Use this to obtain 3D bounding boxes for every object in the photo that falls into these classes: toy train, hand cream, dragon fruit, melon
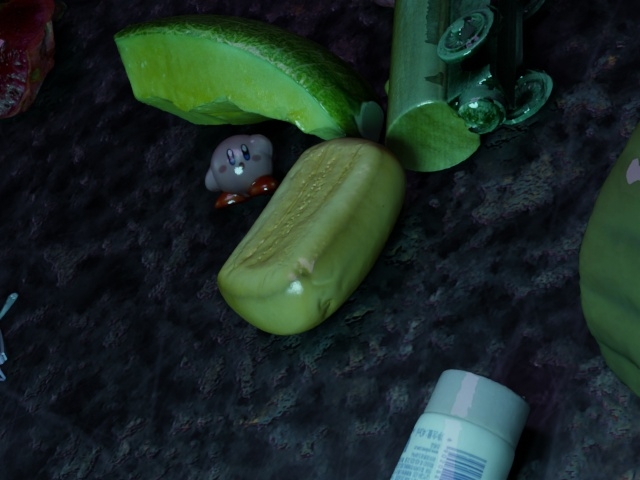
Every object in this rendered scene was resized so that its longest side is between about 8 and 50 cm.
[{"bbox_3d":[0.134,-0.210,2.032,0.189,0.126,0.307,-21,39,24],"label":"toy train"},{"bbox_3d":[0.093,0.232,1.631,0.133,0.083,0.248,8,67,47],"label":"hand cream"},{"bbox_3d":[-0.411,-0.257,2.581,0.262,0.134,0.211,16,48,31],"label":"dragon fruit"},{"bbox_3d":[-0.056,-0.176,2.173,0.323,0.196,0.124,11,93,38],"label":"melon"}]

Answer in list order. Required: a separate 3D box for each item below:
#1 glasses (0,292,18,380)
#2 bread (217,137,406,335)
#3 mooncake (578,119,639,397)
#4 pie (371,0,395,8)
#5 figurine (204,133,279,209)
[{"bbox_3d":[-0.376,0.108,2.212,0.140,0.062,0.104,-7,23,36],"label":"glasses"},{"bbox_3d":[0.000,0.000,1.939,0.147,0.098,0.217,10,54,48],"label":"bread"},{"bbox_3d":[0.336,0.012,1.470,0.290,0.290,0.161,-46,43,-11],"label":"mooncake"},{"bbox_3d":[0.128,-0.324,2.231,0.182,0.049,0.182,-22,35,16],"label":"pie"},{"bbox_3d":[-0.085,-0.076,2.126,0.083,0.071,0.067,-19,-3,13],"label":"figurine"}]
